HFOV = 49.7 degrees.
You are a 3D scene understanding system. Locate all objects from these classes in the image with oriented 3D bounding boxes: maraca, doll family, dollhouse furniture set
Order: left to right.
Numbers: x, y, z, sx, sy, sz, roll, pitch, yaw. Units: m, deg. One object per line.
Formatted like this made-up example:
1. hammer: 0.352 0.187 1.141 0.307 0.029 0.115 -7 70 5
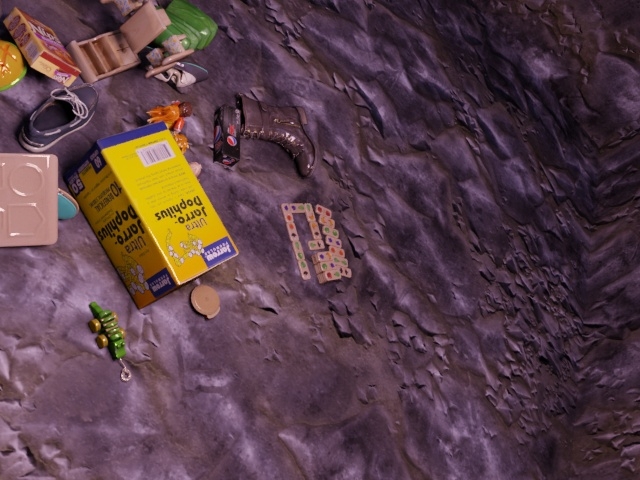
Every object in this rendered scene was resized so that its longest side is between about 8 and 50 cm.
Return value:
1. maraca: -0.734 -0.372 1.501 0.186 0.099 0.127 -26 77 -21
2. dollhouse furniture set: -0.476 -0.488 1.678 0.161 0.242 0.212 -39 104 -46
3. doll family: -0.377 -0.238 1.706 0.118 0.163 0.262 3 67 -41

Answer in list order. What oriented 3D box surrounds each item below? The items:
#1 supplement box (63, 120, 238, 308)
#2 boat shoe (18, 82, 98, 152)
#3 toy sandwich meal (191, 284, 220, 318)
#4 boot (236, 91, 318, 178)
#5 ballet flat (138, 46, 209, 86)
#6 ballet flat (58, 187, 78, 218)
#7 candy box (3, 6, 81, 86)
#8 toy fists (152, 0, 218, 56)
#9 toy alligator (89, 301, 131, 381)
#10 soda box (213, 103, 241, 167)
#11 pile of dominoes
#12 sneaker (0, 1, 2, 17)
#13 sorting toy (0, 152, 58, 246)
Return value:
1. supplement box: -0.387 -0.058 1.583 0.195 0.194 0.356 -31 91 -47
2. boat shoe: -0.594 -0.300 1.600 0.095 0.079 0.254 45 44 -8
3. toy sandwich meal: -0.283 0.150 1.695 0.086 0.029 0.085 19 56 -30
4. boot: -0.137 -0.304 2.028 0.229 0.091 0.262 -1 66 -37
5. ballet flat: -0.398 -0.453 1.867 0.203 0.074 0.074 16 59 -34
6. ballet flat: -0.631 -0.112 1.480 0.232 0.080 0.073 21 27 -37
7. candy box: -0.635 -0.441 1.575 0.186 0.053 0.109 49 11 29
8. toy fists: -0.377 -0.571 1.886 0.142 0.096 0.279 32 30 -2
9. toy alligator: -0.445 0.213 1.495 0.056 0.051 0.189 -23 86 -46
10. soda box: -0.259 -0.290 1.919 0.060 0.053 0.168 17 58 -35
11. pile of dominoes: 0.000 0.000 2.018 0.196 0.040 0.251 -6 74 -44
12. sneaker: -0.767 -0.614 1.599 0.118 0.083 0.222 -30 90 -47
13. sorting toy: -0.644 -0.083 1.412 0.208 0.038 0.192 -4 104 -37
